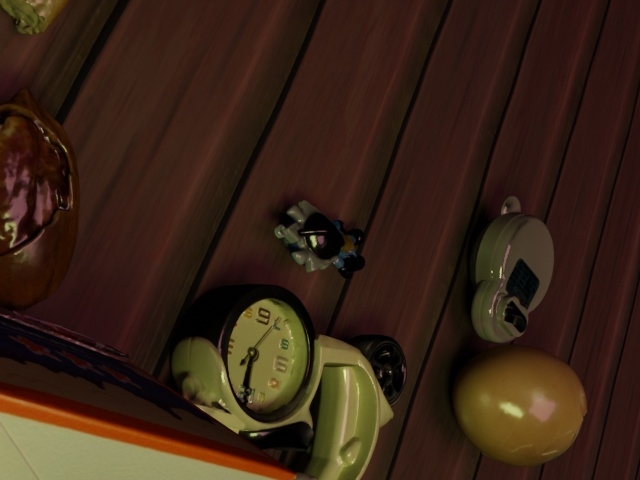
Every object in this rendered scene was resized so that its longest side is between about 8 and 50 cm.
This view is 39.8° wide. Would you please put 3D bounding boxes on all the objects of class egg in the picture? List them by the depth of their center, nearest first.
[{"bbox_3d":[0.321,0.268,1.453,0.244,0.201,0.201,26,71,-36],"label":"egg"}]

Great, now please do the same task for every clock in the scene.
[{"bbox_3d":[-0.033,0.210,1.103,0.379,0.120,0.276,30,66,-41],"label":"clock"}]

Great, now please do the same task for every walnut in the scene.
[{"bbox_3d":[-0.275,-0.038,0.805,0.116,0.116,0.207,9,84,-50],"label":"walnut"}]

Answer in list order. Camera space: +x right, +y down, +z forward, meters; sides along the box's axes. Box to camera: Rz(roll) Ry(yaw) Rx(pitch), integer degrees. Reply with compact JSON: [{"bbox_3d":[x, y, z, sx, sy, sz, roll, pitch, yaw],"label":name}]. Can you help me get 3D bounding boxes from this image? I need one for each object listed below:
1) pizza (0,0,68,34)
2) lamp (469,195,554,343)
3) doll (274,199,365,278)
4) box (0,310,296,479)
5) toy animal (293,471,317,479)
[{"bbox_3d":[-0.281,-0.368,0.810,0.223,0.089,0.323,18,77,-52],"label":"pizza"},{"bbox_3d":[0.313,0.059,1.507,0.179,0.108,0.246,42,62,-37],"label":"lamp"},{"bbox_3d":[0.000,0.000,1.165,0.195,0.070,0.096,15,64,-56],"label":"doll"},{"bbox_3d":[-0.262,0.242,0.648,0.318,0.257,0.348,32,84,-49],"label":"box"},{"bbox_3d":[-0.043,0.425,0.993,0.194,0.258,0.357,-77,144,-64],"label":"toy animal"}]
